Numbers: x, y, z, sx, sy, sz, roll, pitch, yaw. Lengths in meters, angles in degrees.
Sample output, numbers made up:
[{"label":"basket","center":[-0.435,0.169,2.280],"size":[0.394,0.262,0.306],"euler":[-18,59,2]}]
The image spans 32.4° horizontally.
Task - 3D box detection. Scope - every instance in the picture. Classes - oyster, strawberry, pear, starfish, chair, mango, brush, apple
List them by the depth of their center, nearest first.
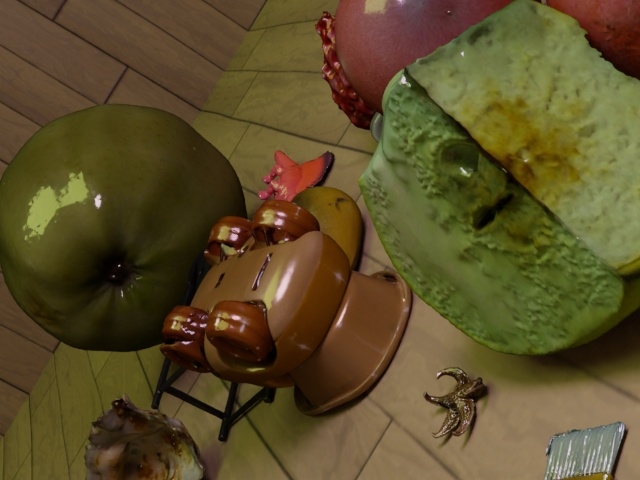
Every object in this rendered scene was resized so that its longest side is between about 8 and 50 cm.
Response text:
[{"label":"brush","center":[0.177,0.239,0.827],"size":[0.082,0.010,0.218],"euler":[-28,36,57]},{"label":"pear","center":[0.177,-0.034,0.967],"size":[0.176,0.286,0.282],"euler":[-35,-20,-27]},{"label":"starfish","center":[0.131,0.155,1.059],"size":[0.078,0.028,0.091],"euler":[-56,20,28]},{"label":"mango","center":[0.000,0.000,1.546],"size":[0.137,0.098,0.195],"euler":[-40,30,10]},{"label":"strawberry","center":[0.103,-0.249,1.604],"size":[0.234,0.234,0.178],"euler":[-171,81,-71]},{"label":"chair","center":[-0.144,0.140,1.635],"size":[0.154,0.141,0.260],"euler":[-44,25,38]},{"label":"oyster","center":[-0.281,0.389,1.636],"size":[0.198,0.133,0.337],"euler":[42,114,32]},{"label":"apple","center":[-0.356,-0.014,1.963],"size":[0.473,0.474,0.473],"euler":[-50,20,25]}]

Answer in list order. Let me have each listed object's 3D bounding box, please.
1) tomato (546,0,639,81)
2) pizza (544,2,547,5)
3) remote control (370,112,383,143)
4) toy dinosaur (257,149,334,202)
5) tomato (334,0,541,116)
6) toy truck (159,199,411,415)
[{"label":"tomato","center":[0.296,-0.235,0.963],"size":[0.208,0.208,0.184],"euler":[-57,12,5]},{"label":"pizza","center":[0.317,-0.336,1.317],"size":[0.185,0.052,0.195],"euler":[-22,36,60]},{"label":"remote control","center":[0.174,-0.256,1.508],"size":[0.309,0.090,0.038],"euler":[-56,27,6]},{"label":"toy dinosaur","center":[-0.033,-0.127,1.926],"size":[0.139,0.070,0.286],"euler":[-40,21,22]},{"label":"tomato","center":[0.143,-0.263,1.352],"size":[0.255,0.256,0.224],"euler":[-58,0,1]},{"label":"toy truck","center":[-0.047,0.085,1.356],"size":[0.288,0.212,0.204],"euler":[-21,41,57]}]
